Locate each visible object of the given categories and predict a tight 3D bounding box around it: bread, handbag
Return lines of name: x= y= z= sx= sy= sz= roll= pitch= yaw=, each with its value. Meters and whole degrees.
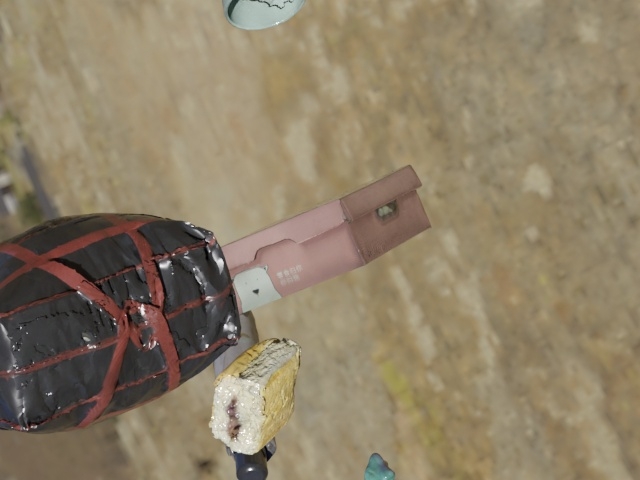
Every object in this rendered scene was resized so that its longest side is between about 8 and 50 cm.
bread: x=-0.077 y=0.176 z=1.860 sx=0.082 sy=0.106 sz=0.125 roll=21 pitch=130 yaw=15
handbag: x=-0.184 y=0.062 z=1.232 sx=0.169 sy=0.215 sz=0.155 roll=5 pitch=113 yaw=52

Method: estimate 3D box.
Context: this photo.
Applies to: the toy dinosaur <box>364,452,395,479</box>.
toy dinosaur: x=0.018 y=0.421 z=2.110 sx=0.383 sy=0.129 sz=0.330 roll=-3 pitch=102 yaw=57

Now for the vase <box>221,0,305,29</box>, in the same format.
vase: x=-0.093 y=-0.353 z=1.837 sx=0.096 sy=0.096 sz=0.219 roll=108 pitch=147 yaw=-58

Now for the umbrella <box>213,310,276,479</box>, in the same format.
umbrella: x=-0.107 y=0.207 z=2.200 sx=0.067 sy=0.073 sz=0.337 roll=54 pitch=-167 yaw=-34

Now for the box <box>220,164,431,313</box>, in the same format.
box: x=0.000 y=0.000 z=1.965 sx=0.215 sy=0.215 sz=0.086 roll=-23 pitch=92 yaw=30
